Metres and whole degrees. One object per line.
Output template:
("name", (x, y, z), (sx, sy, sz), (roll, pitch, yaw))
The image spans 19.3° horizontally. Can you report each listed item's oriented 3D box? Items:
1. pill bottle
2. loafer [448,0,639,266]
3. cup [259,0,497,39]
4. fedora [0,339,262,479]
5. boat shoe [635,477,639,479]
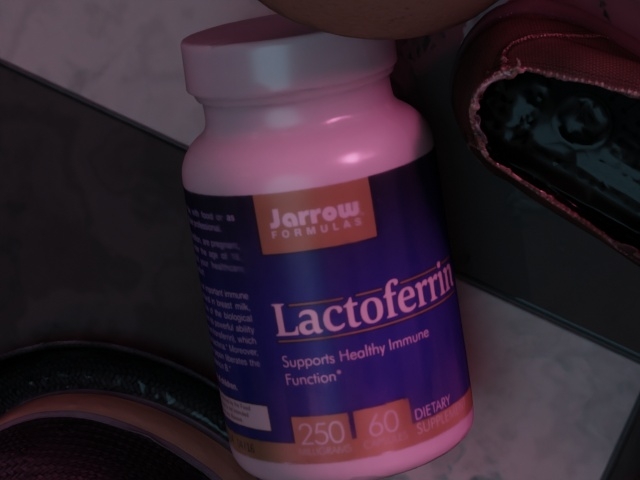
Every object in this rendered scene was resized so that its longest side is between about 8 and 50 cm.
("pill bottle", (0.000, 0.000, 1.123), (0.153, 0.153, 0.264), (-4, 105, 22))
("loafer", (0.227, -0.011, 1.042), (0.366, 0.130, 0.134), (23, 113, 10))
("cup", (0.035, -0.244, 0.972), (0.331, 0.331, 0.237), (23, 140, 13))
("fedora", (-0.159, 0.229, 1.255), (0.334, 0.152, 0.334), (6, 108, 19))
("boat shoe", (0.224, 0.118, 1.103), (0.066, 0.066, 0.183), (43, 135, 21))
